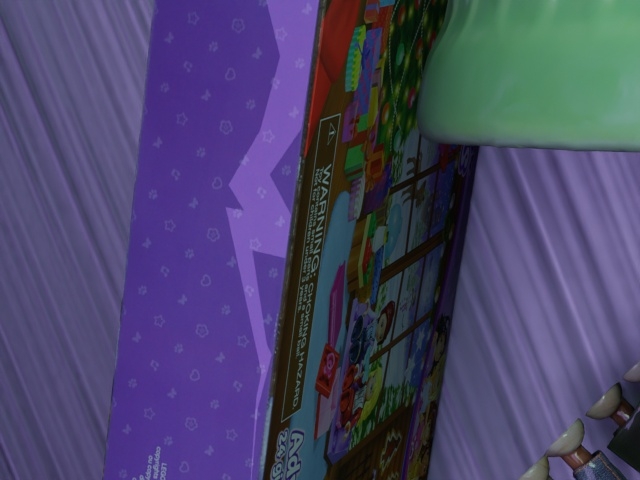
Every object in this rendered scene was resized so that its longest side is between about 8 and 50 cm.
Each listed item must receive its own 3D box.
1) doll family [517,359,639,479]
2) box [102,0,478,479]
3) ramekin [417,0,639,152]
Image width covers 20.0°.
[{"bbox_3d":[0.167,0.068,0.651,0.111,0.076,0.193,45,109,11],"label":"doll family"},{"bbox_3d":[0.000,0.000,0.627,0.057,0.201,0.293,13,106,18],"label":"box"},{"bbox_3d":[0.179,-0.098,0.497,0.303,0.303,0.148,2,94,19],"label":"ramekin"}]
